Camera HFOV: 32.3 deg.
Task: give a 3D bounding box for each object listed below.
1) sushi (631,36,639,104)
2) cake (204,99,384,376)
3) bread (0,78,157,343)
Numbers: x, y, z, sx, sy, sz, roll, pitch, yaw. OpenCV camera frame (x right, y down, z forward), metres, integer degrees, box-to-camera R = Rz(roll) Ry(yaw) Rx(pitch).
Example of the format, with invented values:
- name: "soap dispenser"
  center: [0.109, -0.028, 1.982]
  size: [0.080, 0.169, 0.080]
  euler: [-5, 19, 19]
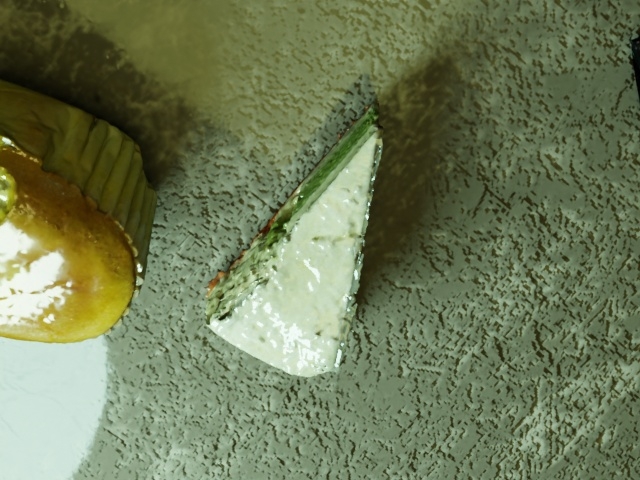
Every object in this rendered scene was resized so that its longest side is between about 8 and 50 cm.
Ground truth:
- name: "sushi"
  center: [0.282, -0.123, 0.830]
  size: [0.085, 0.056, 0.083]
  euler: [-16, 105, 7]
- name: "cake"
  center: [0.014, 0.013, 0.860]
  size: [0.117, 0.086, 0.220]
  euler: [38, 107, -15]
- name: "bread"
  center: [-0.244, -0.024, 0.800]
  size: [0.250, 0.133, 0.179]
  euler: [31, 125, -20]
